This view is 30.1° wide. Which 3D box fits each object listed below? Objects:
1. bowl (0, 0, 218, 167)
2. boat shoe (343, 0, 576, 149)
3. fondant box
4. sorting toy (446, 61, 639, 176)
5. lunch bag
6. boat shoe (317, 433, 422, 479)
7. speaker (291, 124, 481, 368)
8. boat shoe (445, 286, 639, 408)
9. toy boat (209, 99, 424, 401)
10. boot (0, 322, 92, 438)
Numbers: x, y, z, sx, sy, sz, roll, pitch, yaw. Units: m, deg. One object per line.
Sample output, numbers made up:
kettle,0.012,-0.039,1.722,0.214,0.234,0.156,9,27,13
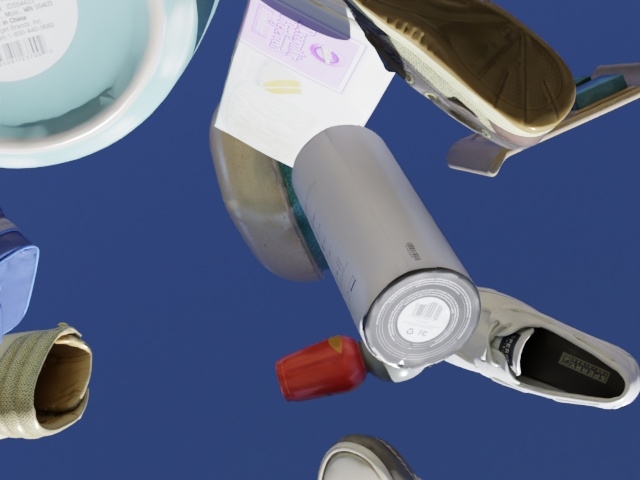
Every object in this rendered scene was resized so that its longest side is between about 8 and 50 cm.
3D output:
bowl,-0.197,-0.170,0.767,0.311,0.311,0.163,-24,-144,0
boat shoe,0.041,-0.094,0.515,0.056,0.049,0.152,-38,-102,-24
fondant box,0.052,-0.228,0.756,0.096,0.238,0.330,25,-108,-3
sorting toy,0.256,-0.155,1.424,0.229,0.307,0.041,-29,-80,-4
lunch bag,-0.174,0.021,0.557,0.067,0.098,0.065,-32,-106,-31
boat shoe,0.078,0.298,1.192,0.112,0.335,0.095,10,-139,33
speaker,0.027,-0.002,0.561,0.055,0.055,0.136,-25,-145,-1
boat shoe,0.209,0.108,1.249,0.258,0.084,0.095,14,-89,19
toy boat,0.000,0.000,1.184,0.148,0.267,0.318,-17,-106,4
boot,-0.294,0.113,1.046,0.203,0.262,0.095,-10,-79,8
